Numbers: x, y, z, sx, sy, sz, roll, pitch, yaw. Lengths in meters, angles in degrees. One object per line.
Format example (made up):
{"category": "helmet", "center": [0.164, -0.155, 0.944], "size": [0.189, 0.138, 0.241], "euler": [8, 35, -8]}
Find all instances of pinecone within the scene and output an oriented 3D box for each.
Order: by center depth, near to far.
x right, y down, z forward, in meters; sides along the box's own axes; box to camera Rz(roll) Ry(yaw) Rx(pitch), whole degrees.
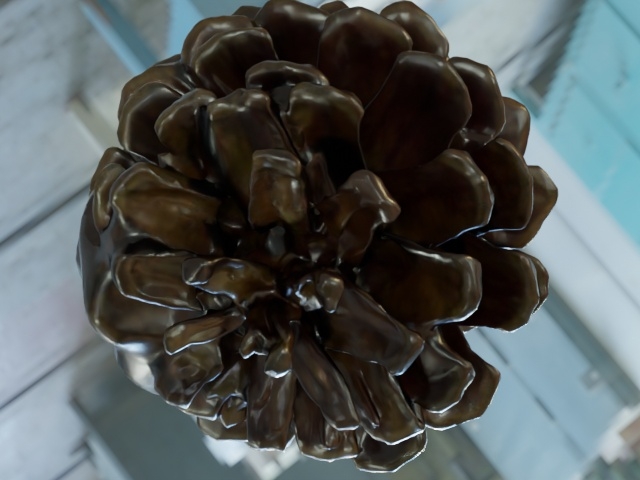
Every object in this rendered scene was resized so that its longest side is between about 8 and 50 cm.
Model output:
{"category": "pinecone", "center": [0.000, 0.000, 1.547], "size": [0.397, 0.398, 0.398], "euler": [-36, 164, -12]}
